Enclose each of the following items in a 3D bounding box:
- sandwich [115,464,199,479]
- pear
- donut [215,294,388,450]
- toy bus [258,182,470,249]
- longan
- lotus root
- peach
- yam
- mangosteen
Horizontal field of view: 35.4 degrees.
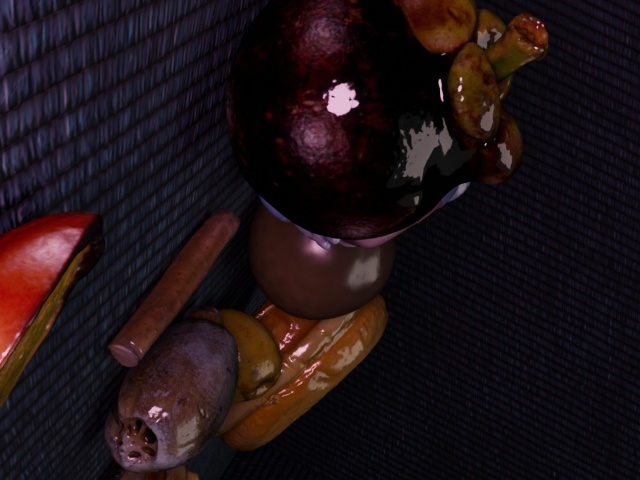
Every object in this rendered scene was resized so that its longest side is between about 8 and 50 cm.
[{"bbox_3d":[-0.313,0.483,1.560,0.288,0.100,0.254,-43,-156,30],"label":"sandwich"},{"bbox_3d":[-0.144,0.188,1.624,0.149,0.162,0.149,-50,165,-19],"label":"pear"},{"bbox_3d":[-0.061,0.207,1.884,0.449,0.198,0.449,-43,180,0],"label":"donut"},{"bbox_3d":[0.034,-0.104,1.328,0.232,0.197,0.294,-43,-146,-9],"label":"toy bus"},{"bbox_3d":[0.000,0.000,1.629,0.258,0.258,0.258,-61,175,-10],"label":"longan"},{"bbox_3d":[-0.181,0.195,1.381,0.158,0.140,0.322,-66,176,30],"label":"lotus root"},{"bbox_3d":[-0.241,0.091,0.677,0.279,0.068,0.189,-61,-177,-27],"label":"peach"},{"bbox_3d":[-0.173,0.051,1.226,0.264,0.046,0.046,-57,172,-42],"label":"yam"},{"bbox_3d":[0.059,-0.137,1.053,0.297,0.313,0.297,-161,-90,-87],"label":"mangosteen"}]
